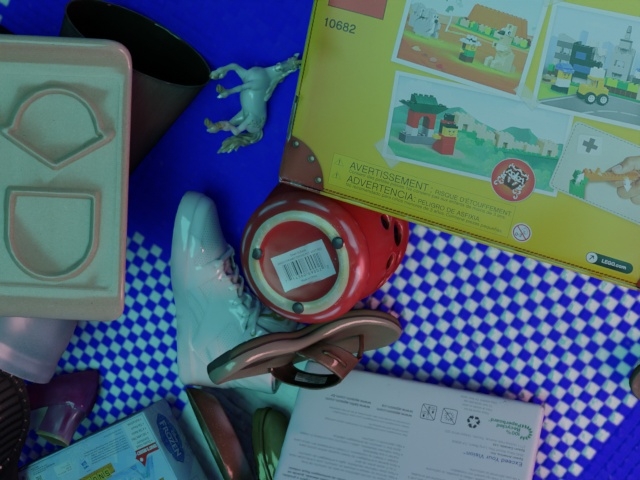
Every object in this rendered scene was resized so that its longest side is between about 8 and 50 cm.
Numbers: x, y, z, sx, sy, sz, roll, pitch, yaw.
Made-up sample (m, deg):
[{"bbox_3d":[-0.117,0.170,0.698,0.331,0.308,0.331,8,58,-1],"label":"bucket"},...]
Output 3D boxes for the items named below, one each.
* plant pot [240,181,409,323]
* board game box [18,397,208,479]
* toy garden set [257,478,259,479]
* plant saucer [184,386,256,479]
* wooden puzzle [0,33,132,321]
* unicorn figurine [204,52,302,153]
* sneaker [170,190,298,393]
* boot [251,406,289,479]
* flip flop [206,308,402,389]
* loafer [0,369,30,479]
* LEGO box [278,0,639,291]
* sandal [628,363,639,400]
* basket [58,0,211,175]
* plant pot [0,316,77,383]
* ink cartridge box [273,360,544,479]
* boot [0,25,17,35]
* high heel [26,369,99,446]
[{"bbox_3d":[0.000,0.000,1.585,0.191,0.174,0.191,5,106,19],"label":"plant pot"},{"bbox_3d":[-0.283,0.433,1.849,0.318,0.066,0.318,-27,90,30],"label":"board game box"},{"bbox_3d":[-0.031,0.467,1.806,0.244,0.049,0.204,23,113,12],"label":"toy garden set"},{"bbox_3d":[-0.132,0.286,1.732,0.036,0.198,0.198,-23,99,-11],"label":"plant saucer"},{"bbox_3d":[-0.394,-0.079,1.540,0.322,0.080,0.348,3,99,0],"label":"wooden puzzle"},{"bbox_3d":[-0.087,-0.189,1.612,0.060,0.111,0.162,62,147,33],"label":"unicorn figurine"},{"bbox_3d":[-0.108,0.074,1.689,0.169,0.108,0.292,7,118,16],"label":"sneaker"},{"bbox_3d":[0.057,0.319,1.712,0.269,0.089,0.236,-14,86,14],"label":"boot"},{"bbox_3d":[-0.014,0.153,1.597,0.112,0.277,0.080,-47,61,47],"label":"flip flop"},{"bbox_3d":[-0.511,0.303,1.801,0.130,0.134,0.366,31,126,29],"label":"loafer"},{"bbox_3d":[0.237,-0.192,1.425,0.500,0.193,0.372,18,112,14],"label":"LEGO box"},{"bbox_3d":[0.486,0.210,1.533,0.219,0.060,0.090,31,114,8],"label":"sandal"},{"bbox_3d":[-0.283,-0.171,1.647,0.204,0.154,0.227,25,121,-14],"label":"basket"},{"bbox_3d":[-0.440,0.034,1.717,0.293,0.293,0.196,34,87,7],"label":"plant pot"},{"bbox_3d":[0.097,0.341,1.604,0.324,0.071,0.330,10,69,15],"label":"ink cartridge box"},{"bbox_3d":[-0.532,-0.269,1.664,0.246,0.207,0.094,28,111,5],"label":"boot"},{"bbox_3d":[-0.442,0.230,1.887,0.244,0.117,0.082,5,150,38],"label":"high heel"}]
